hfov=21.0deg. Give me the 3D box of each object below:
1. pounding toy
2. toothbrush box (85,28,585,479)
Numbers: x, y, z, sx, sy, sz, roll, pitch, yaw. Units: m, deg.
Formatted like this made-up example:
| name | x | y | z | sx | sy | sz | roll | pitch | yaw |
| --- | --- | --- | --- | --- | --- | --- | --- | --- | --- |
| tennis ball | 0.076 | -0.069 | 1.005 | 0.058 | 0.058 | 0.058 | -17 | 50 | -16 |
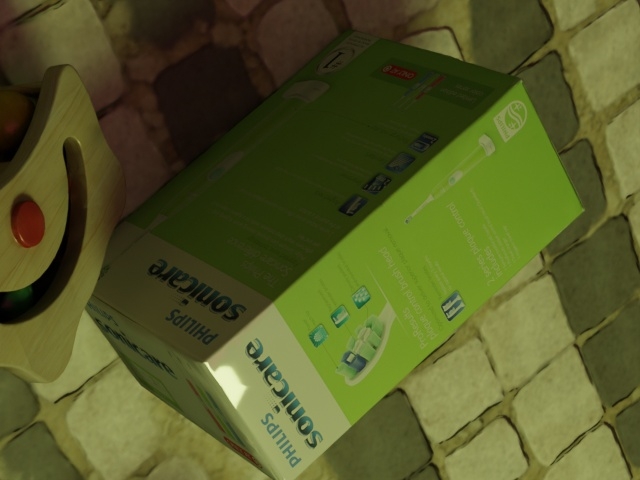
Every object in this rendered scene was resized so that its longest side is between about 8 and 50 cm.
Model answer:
| name | x | y | z | sx | sy | sz | roll | pitch | yaw |
| --- | --- | --- | --- | --- | --- | --- | --- | --- | --- |
| pounding toy | -0.242 | 0.013 | 1.052 | 0.154 | 0.154 | 0.270 | 53 | 42 | -43 |
| toothbrush box | 0.000 | 0.000 | 1.168 | 0.283 | 0.206 | 0.122 | -41 | 123 | -17 |
